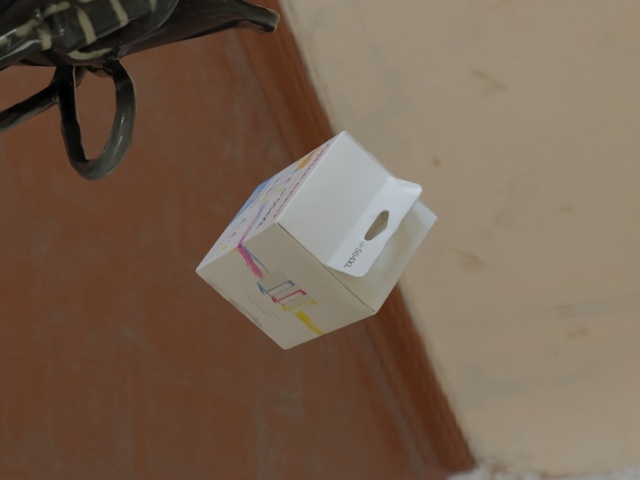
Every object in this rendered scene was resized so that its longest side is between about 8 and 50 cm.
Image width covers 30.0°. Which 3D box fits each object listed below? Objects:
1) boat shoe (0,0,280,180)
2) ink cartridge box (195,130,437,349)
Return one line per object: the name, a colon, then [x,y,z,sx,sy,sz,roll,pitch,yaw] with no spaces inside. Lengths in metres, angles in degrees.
boat shoe: [-0.086,-0.114,0.368,0.187,0.500,0.156,56,1,43]
ink cartridge box: [0.000,0.000,0.804,0.090,0.143,0.092,42,58,-12]
